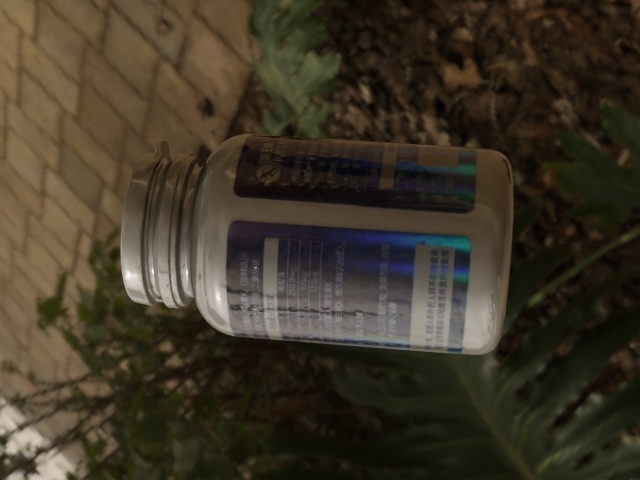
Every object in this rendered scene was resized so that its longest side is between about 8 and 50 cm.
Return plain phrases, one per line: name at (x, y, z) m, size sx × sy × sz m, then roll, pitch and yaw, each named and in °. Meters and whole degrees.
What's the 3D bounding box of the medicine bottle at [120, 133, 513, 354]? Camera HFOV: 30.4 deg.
medicine bottle at (0.000, 0.000, 0.610) m, size 0.192 × 0.107 × 0.107 m, roll 4°, pitch 141°, yaw 6°
